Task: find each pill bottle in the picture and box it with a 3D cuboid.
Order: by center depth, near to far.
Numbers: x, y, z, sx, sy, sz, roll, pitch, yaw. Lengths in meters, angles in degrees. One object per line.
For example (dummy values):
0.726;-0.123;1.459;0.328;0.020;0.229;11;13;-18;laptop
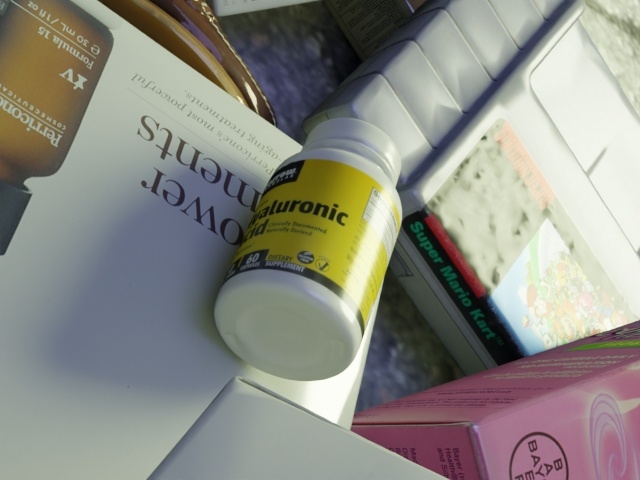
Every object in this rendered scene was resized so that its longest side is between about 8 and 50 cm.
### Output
0.000;0.000;0.579;0.065;0.065;0.116;39;45;-19;pill bottle

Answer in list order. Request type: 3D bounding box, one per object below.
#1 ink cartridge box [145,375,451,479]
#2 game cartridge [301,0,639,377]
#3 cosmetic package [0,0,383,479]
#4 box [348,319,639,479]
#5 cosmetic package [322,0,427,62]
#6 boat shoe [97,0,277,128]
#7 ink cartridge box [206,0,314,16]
-0.048;0.206;0.376;0.114;0.272;0.197;26;35;11;ink cartridge box
0.156;0.009;0.802;0.355;0.068;0.230;54;46;-15;game cartridge
-0.154;0.014;0.550;0.377;0.097;0.284;34;51;-24;cosmetic package
0.151;0.163;0.655;0.243;0.117;0.213;-13;90;-35;box
0.051;-0.141;0.845;0.041;0.060;0.115;-35;93;-45;cosmetic package
-0.095;-0.125;0.695;0.207;0.073;0.073;47;46;-11;boat shoe
-0.001;-0.200;0.748;0.151;0.109;0.063;-12;32;-14;ink cartridge box
